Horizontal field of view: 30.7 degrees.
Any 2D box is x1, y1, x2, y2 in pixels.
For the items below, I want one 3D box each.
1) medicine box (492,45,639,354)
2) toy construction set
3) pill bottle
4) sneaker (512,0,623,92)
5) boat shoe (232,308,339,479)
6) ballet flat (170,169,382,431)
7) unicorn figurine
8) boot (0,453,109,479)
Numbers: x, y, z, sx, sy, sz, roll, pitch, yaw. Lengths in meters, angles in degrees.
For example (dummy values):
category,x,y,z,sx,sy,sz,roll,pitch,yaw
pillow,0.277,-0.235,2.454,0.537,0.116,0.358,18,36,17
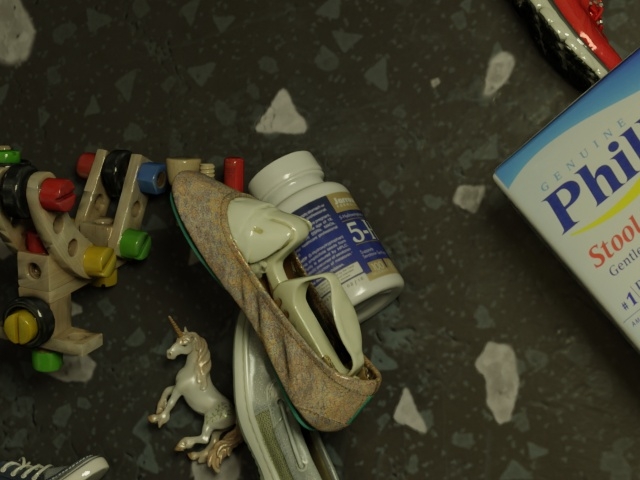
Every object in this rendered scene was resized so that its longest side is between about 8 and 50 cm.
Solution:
category,x,y,z,sx,sy,sz,roll,pitch,yaw
medicine box,0.365,-0.029,1.133,0.263,0.149,0.289,-41,64,8
toy construction set,-0.242,0.021,1.327,0.309,0.257,0.237,0,100,-3
pill bottle,0.000,0.000,1.279,0.112,0.112,0.186,-34,74,10
sneaker,0.269,-0.273,1.244,0.118,0.107,0.279,-30,75,4
boat shoe,-0.021,0.218,1.256,0.103,0.118,0.320,-14,82,9
ballet flat,-0.036,0.040,1.184,0.106,0.107,0.316,-38,81,33
unicorn figurine,-0.145,0.178,1.333,0.162,0.060,0.111,43,95,2
boot,-0.341,0.284,1.365,0.190,0.069,0.086,-35,76,11
